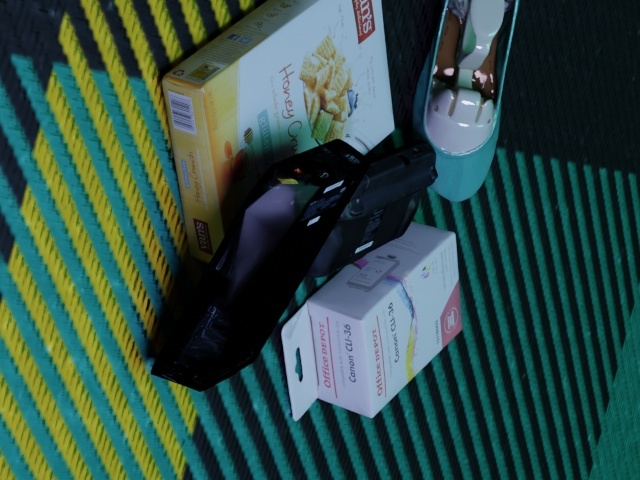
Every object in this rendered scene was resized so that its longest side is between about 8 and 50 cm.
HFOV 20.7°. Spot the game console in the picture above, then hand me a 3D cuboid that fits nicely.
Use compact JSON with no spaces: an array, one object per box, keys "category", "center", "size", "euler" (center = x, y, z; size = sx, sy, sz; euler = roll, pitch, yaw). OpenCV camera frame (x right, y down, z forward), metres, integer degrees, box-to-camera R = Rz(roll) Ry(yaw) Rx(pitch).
[{"category":"game console","center":[0.000,0.000,1.477],"size":[0.213,0.044,0.361],"euler":[-59,164,25]}]

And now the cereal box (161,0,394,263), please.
[{"category":"cereal box","center":[-0.028,-0.110,1.430],"size":[0.240,0.047,0.173],"euler":[-42,137,-38]}]

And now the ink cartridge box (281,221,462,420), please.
[{"category":"ink cartridge box","center":[0.050,0.080,1.613],"size":[0.198,0.067,0.115],"euler":[-40,135,-40]}]

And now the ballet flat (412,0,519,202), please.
[{"category":"ballet flat","center":[0.132,-0.156,1.605],"size":[0.087,0.083,0.247],"euler":[-77,175,-84]}]
